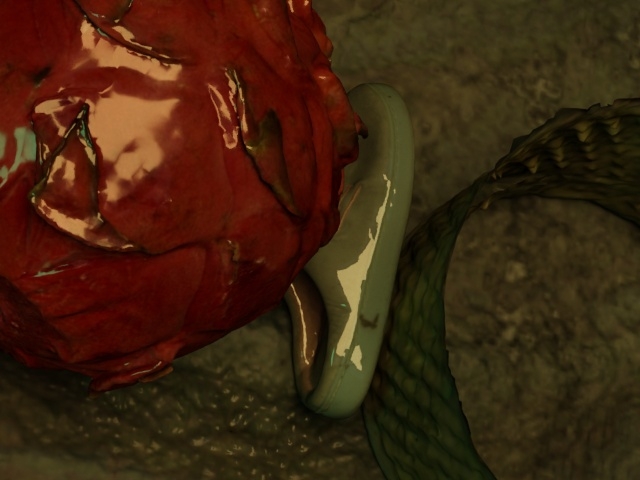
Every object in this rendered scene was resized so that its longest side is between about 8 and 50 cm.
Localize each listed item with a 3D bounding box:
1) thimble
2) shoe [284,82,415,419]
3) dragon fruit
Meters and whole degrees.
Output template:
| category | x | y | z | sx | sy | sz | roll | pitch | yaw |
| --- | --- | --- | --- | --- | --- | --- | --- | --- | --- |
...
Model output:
| category | x | y | z | sx | sy | sz | roll | pitch | yaw |
| --- | --- | --- | --- | --- | --- | --- | --- | --- | --- |
| thimble | 0.163 | 0.069 | 0.963 | 0.270 | 0.150 | 0.271 | 5 | 75 | -18 |
| shoe | 0.000 | 0.000 | 0.961 | 0.078 | 0.079 | 0.195 | 10 | 77 | -21 |
| dragon fruit | -0.097 | -0.051 | 0.863 | 0.241 | 0.241 | 0.252 | 36 | 86 | -8 |
